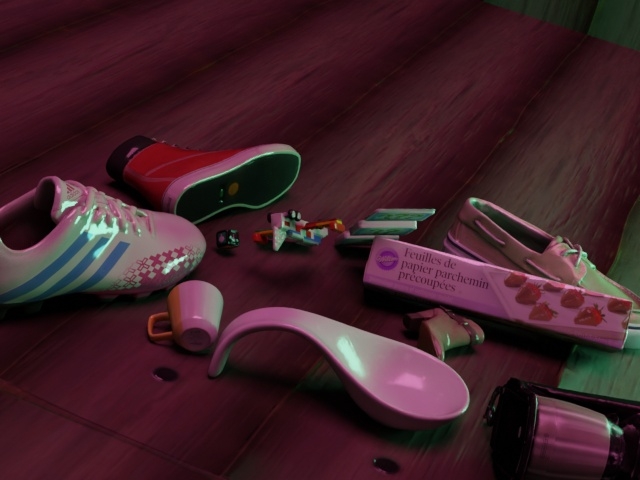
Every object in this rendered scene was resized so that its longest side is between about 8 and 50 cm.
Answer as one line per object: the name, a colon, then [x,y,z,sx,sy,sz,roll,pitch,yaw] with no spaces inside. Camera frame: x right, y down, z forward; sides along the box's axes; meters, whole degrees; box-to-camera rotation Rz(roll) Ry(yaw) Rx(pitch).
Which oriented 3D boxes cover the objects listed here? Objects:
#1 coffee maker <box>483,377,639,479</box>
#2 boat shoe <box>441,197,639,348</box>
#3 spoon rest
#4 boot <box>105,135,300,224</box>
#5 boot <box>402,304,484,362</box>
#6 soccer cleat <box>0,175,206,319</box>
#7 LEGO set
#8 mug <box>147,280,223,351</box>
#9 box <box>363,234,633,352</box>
coffee maker: [0.273,0.198,1.324,0.178,0.120,0.171,12,25,-6]
boat shoe: [0.295,0.042,1.675,0.302,0.094,0.109,25,28,20]
spoon rest: [0.024,0.131,1.375,0.276,0.084,0.137,13,26,0]
boot: [-0.160,-0.107,1.764,0.244,0.088,0.176,-18,39,-42]
boot: [0.151,0.113,1.524,0.087,0.042,0.118,6,27,-22]
soccer cleat: [-0.252,-0.007,1.445,0.331,0.143,0.116,-13,36,-43]
LEGO set: [0.000,0.000,1.614,0.244,0.060,0.182,0,-12,-17]
mug: [-0.142,0.092,1.419,0.062,0.078,0.064,38,24,-28]
box: [0.214,0.066,1.590,0.323,0.063,0.067,15,-10,4]
